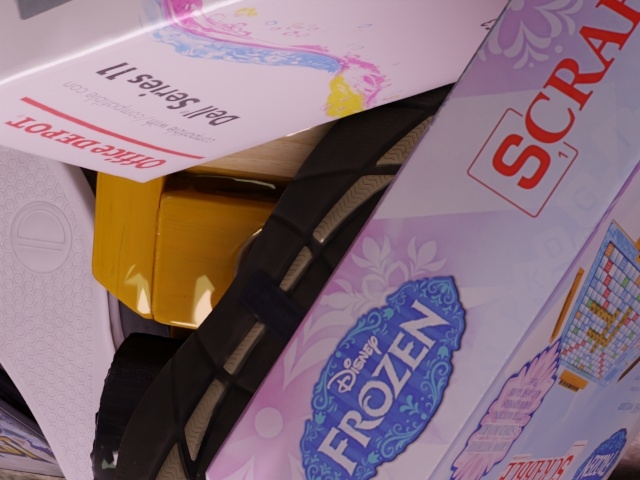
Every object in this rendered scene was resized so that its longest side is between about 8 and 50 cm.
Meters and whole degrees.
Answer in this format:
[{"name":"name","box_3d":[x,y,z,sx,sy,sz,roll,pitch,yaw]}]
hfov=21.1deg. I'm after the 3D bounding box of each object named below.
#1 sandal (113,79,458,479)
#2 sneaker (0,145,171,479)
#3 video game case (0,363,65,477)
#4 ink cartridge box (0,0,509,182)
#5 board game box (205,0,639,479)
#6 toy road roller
[{"name":"sandal","box_3d":[0.021,0.033,0.794,0.303,0.120,0.086,-49,134,12]},{"name":"sneaker","box_3d":[-0.125,0.048,1.086,0.104,0.147,0.295,-23,92,27]},{"name":"video game case","box_3d":[-0.307,0.092,1.233,0.275,0.035,0.248,-1,145,48]},{"name":"ink cartridge box","box_3d":[-0.037,-0.116,0.703,0.353,0.119,0.207,-16,169,19]},{"name":"board game box","box_3d":[0.124,-0.026,0.649,0.066,0.318,0.319,35,-174,20]},{"name":"toy road roller","box_3d":[0.000,0.000,0.963,0.202,0.240,0.329,8,108,8]}]
